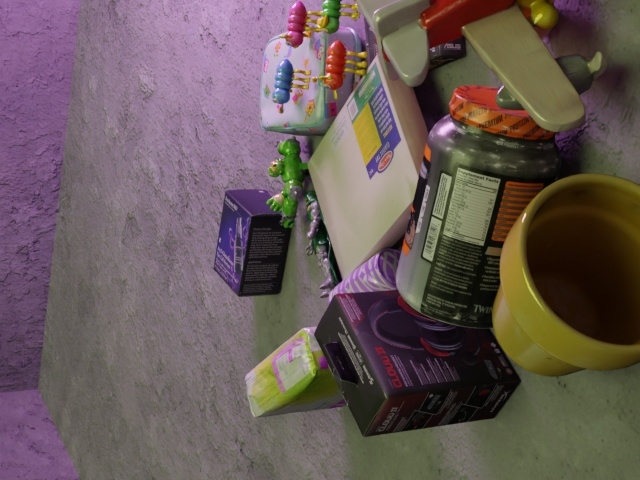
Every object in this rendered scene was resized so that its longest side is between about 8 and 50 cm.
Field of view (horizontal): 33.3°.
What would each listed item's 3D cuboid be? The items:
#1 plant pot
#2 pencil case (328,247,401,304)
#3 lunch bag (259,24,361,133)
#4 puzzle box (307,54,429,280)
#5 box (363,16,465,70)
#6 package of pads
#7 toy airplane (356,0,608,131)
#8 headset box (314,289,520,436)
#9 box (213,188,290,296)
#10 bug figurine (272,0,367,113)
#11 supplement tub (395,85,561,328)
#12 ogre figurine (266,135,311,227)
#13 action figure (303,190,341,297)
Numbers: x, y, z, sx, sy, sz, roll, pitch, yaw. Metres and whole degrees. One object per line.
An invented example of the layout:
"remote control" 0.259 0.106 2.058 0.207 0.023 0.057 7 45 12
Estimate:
"plant pot" 0.350 0.074 1.463 0.239 0.254 0.254 111 146 -62
"pencil case" 0.092 0.092 2.042 0.206 0.086 0.088 -46 52 51
"lunch bag" -0.019 -0.329 2.186 0.279 0.108 0.224 4 90 58
"puzzle box" 0.093 -0.123 1.997 0.409 0.052 0.272 128 131 -59
"box" 0.162 -0.391 1.920 0.231 0.056 0.183 -13 81 60
"package of pads" 0.006 0.252 2.059 0.296 0.229 0.101 -44 54 53
"toy airplane" 0.251 -0.348 1.557 0.384 0.272 0.386 10 80 32
"headset box" 0.143 0.193 1.755 0.218 0.293 0.110 63 142 37
"box" -0.156 0.004 2.446 0.153 0.108 0.207 40 126 53
"bug figurine" -0.016 -0.358 2.009 0.279 0.072 0.216 -5 77 58
"supplement tub" 0.246 -0.053 1.647 0.207 0.207 0.338 41 126 52
"ogre figurine" -0.067 -0.141 2.303 0.118 0.097 0.197 122 166 -64
"action figure" 0.000 0.000 2.212 0.137 0.063 0.232 93 167 -64
